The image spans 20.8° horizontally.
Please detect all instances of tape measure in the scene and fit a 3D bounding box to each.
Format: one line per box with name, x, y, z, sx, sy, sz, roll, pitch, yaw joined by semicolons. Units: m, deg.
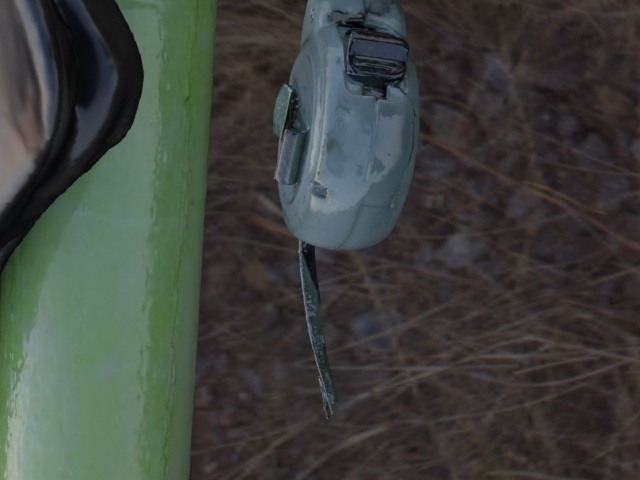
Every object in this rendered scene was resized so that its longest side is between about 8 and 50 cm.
tape measure;-0.001;-0.001;1.151;0.084;0.164;0.330;8;118;-6

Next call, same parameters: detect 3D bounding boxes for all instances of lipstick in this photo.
lipstick;-0.080;0.031;0.627;0.076;0.076;0.304;8;99;23

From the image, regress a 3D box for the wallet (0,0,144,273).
wallet;-0.211;-0.020;0.643;0.377;0.051;0.197;-40;71;35
